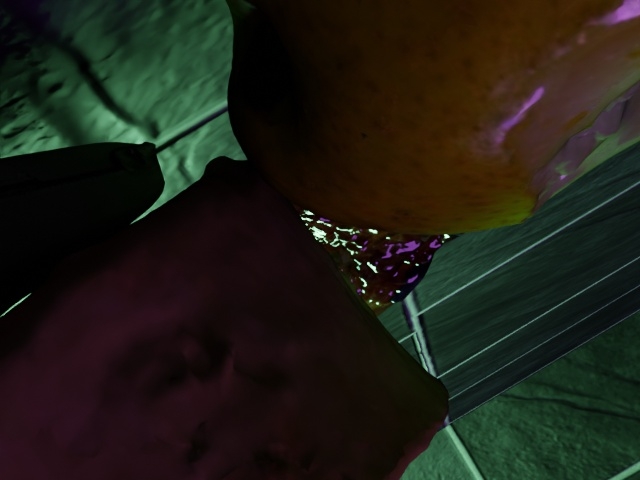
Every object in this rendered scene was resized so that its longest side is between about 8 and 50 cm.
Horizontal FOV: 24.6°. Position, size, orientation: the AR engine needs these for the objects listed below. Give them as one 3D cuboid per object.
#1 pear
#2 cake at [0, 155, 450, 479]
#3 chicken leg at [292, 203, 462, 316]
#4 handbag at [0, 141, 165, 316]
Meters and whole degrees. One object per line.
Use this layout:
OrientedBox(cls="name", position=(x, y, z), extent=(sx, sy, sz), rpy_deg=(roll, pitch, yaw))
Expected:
OrientedBox(cls="pear", position=(0.080, -0.099, 0.556), extent=(0.292, 0.159, 0.292), rpy_deg=(-27, 166, -7))
OrientedBox(cls="cake", position=(-0.055, 0.176, 0.634), extent=(0.332, 0.321, 0.332), rpy_deg=(-38, -179, 0))
OrientedBox(cls="chicken leg", position=(0.009, 0.000, 0.914), extent=(0.177, 0.083, 0.322), rpy_deg=(-8, 153, -36))
OrientedBox(cls="handbag", position=(-0.184, 0.046, 0.618), extent=(0.241, 0.109, 0.315), rpy_deg=(-38, 167, 29))
